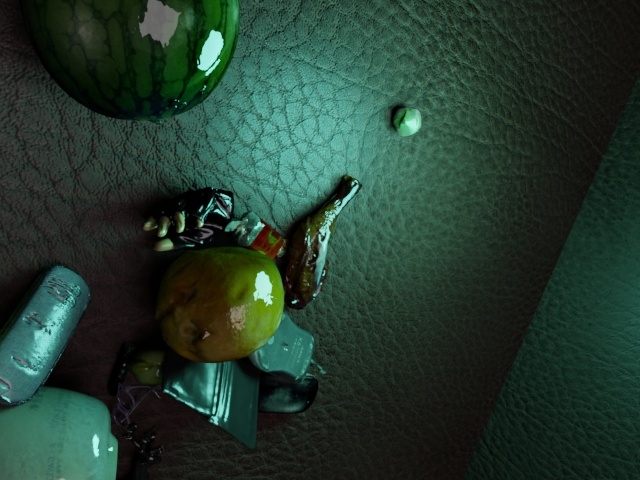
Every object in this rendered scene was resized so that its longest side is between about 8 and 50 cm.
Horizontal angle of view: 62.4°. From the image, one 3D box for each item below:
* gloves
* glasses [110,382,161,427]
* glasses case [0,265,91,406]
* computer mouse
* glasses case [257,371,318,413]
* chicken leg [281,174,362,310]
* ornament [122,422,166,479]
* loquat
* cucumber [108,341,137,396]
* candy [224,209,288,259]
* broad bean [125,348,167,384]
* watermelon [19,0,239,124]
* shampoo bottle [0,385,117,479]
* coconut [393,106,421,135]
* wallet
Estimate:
[{"bbox_3d":[-0.291,-0.046,1.137,0.204,0.124,0.164,4,124,-50],"label":"gloves"},{"bbox_3d":[-0.426,0.366,1.241,0.104,0.063,0.139,-33,153,-51],"label":"glasses"},{"bbox_3d":[-0.523,0.169,0.981,0.109,0.067,0.282,48,34,-31],"label":"glasses case"},{"bbox_3d":[-0.101,0.310,1.476,0.379,0.090,0.167,44,59,-44],"label":"computer mouse"},{"bbox_3d":[-0.126,0.434,1.524,0.315,0.075,0.121,20,93,-43],"label":"glasses case"},{"bbox_3d":[0.000,0.000,1.439,0.158,0.096,0.406,25,88,-50],"label":"chicken leg"},{"bbox_3d":[-0.476,0.552,1.274,0.202,0.080,0.235,4,108,-45],"label":"ornament"},{"bbox_3d":[-0.218,0.140,1.183,0.284,0.276,0.275,-39,145,-77],"label":"loquat"},{"bbox_3d":[-0.458,0.299,1.210,0.032,0.032,0.133,18,97,-44],"label":"cucumber"},{"bbox_3d":[-0.149,-0.007,1.296,0.086,0.059,0.292,-55,153,-4],"label":"candy"},{"bbox_3d":[-0.369,0.298,1.220,0.174,0.125,0.082,60,31,-64],"label":"broad bean"},{"bbox_3d":[-0.296,-0.370,0.857,0.364,0.363,0.362,-17,119,-35],"label":"watermelon"},{"bbox_3d":[-0.545,0.433,0.983,0.318,0.322,0.322,-2,110,-19],"label":"shampoo bottle"},{"bbox_3d":[0.248,-0.343,1.515,0.083,0.082,0.081,-38,175,30],"label":"coconut"},{"bbox_3d":[-0.249,0.329,1.270,0.041,0.247,0.323,-26,127,17],"label":"wallet"}]
